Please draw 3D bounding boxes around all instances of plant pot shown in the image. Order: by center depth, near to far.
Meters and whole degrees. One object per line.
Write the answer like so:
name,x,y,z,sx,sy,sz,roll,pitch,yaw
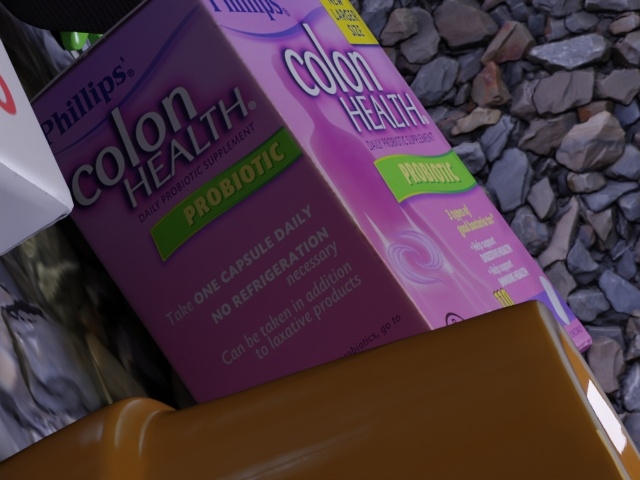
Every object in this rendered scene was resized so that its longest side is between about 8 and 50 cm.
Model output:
plant pot,0.020,0.119,0.602,0.205,0.188,0.205,58,8,-13

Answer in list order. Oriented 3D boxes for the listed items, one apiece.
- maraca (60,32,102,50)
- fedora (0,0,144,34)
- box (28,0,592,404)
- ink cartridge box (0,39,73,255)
maraca,-0.139,-0.197,1.102,0.127,0.099,0.186,16,69,-65
fedora,-0.092,-0.189,0.973,0.244,0.275,0.124,44,-29,31
box,0.000,0.000,0.932,0.243,0.117,0.213,54,20,8
ink cartridge box,-0.184,-0.112,0.408,0.273,0.114,0.198,63,8,18
